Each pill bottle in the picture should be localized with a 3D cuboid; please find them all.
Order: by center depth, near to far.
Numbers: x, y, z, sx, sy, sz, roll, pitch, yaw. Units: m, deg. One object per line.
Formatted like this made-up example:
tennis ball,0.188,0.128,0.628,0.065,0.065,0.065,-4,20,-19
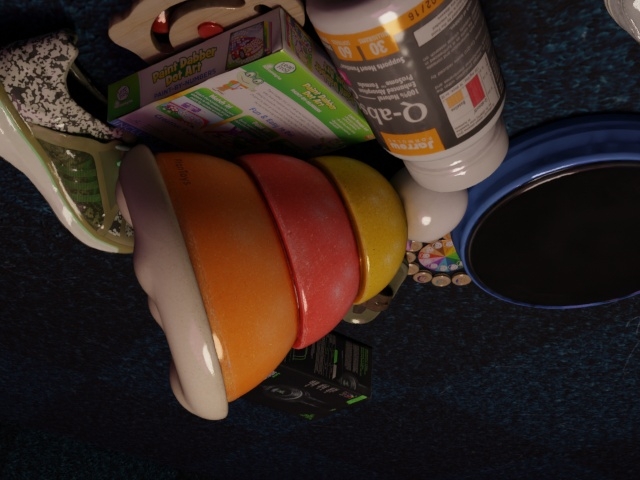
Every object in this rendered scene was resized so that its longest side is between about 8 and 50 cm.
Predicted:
pill bottle,0.113,-0.190,0.633,0.162,0.162,0.278,-14,138,24

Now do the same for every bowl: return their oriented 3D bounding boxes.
bowl,0.401,-0.018,0.878,0.390,0.077,0.391,3,142,2

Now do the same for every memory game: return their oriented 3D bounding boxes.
memory game,0.230,0.032,1.034,0.186,0.012,0.186,4,143,3

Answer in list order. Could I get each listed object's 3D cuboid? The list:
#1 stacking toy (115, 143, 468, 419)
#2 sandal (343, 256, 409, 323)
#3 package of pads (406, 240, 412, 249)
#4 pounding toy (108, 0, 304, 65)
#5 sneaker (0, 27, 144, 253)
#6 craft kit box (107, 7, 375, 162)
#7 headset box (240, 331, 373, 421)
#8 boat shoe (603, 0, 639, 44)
stacking toy,0.000,0.000,0.767,0.479,0.351,0.351,-16,147,-17
sandal,0.092,0.102,1.076,0.120,0.086,0.303,11,146,3
package of pads,0.125,-0.017,0.964,0.050,0.032,0.083,0,142,20
pounding toy,-0.105,-0.296,0.593,0.269,0.155,0.154,-13,165,42
sneaker,-0.313,-0.125,0.813,0.182,0.158,0.410,-20,144,5
craft kit box,-0.084,-0.160,0.708,0.246,0.061,0.250,-10,164,27
headset box,-0.045,0.313,1.345,0.283,0.131,0.246,27,139,-26
boat shoe,0.400,-0.222,0.616,0.227,0.081,0.079,25,139,-23
